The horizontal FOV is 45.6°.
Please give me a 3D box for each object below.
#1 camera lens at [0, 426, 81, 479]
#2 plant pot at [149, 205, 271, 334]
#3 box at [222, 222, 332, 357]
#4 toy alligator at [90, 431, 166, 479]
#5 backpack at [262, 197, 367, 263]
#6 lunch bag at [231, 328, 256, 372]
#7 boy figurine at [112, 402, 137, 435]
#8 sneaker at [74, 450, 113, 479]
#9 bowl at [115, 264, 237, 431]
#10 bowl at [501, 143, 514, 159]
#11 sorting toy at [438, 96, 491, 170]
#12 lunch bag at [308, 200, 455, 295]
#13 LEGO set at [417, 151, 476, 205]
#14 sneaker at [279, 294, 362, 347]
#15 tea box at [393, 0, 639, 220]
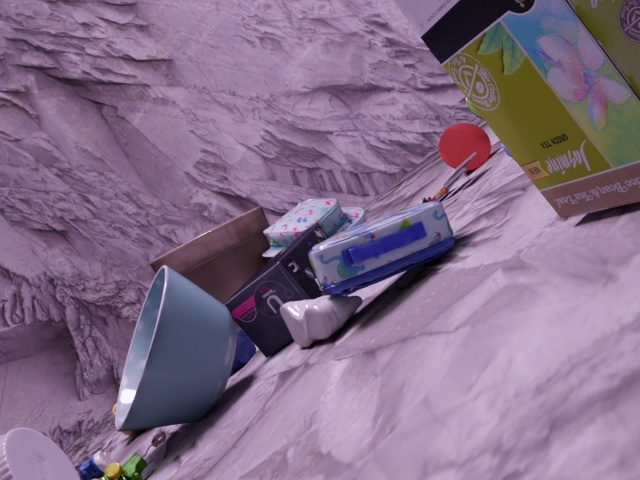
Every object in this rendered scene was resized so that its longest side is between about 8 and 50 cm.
[{"bbox_3d":[-0.597,0.499,1.369,0.274,0.219,0.219,-39,3,3],"label":"camera lens"},{"bbox_3d":[-0.238,0.106,1.980,0.323,0.280,0.323,-26,3,1],"label":"plant pot"},{"bbox_3d":[-0.056,0.096,1.571,0.165,0.143,0.270,-38,4,23],"label":"box"},{"bbox_3d":[-0.324,0.398,1.270,0.190,0.056,0.051,-39,45,-18],"label":"toy alligator"},{"bbox_3d":[0.000,0.000,1.886,0.253,0.191,0.225,-31,20,-37],"label":"backpack"},{"bbox_3d":[-0.194,0.248,1.688,0.065,0.067,0.098,-37,3,23],"label":"lunch bag"},{"bbox_3d":[-0.450,0.425,1.950,0.177,0.092,0.285,-44,9,-33],"label":"boy figurine"},{"bbox_3d":[-0.494,0.499,1.644,0.085,0.058,0.152,-34,-3,-17],"label":"sneaker"},{"bbox_3d":[-0.262,0.217,1.424,0.311,0.163,0.311,-162,90,-72],"label":"bowl"},{"bbox_3d":[0.439,-0.228,1.084,0.391,0.077,0.391,-39,4,3],"label":"bowl"},{"bbox_3d":[0.403,-0.307,1.859,0.365,0.127,0.126,-60,-14,-12],"label":"sorting toy"},{"bbox_3d":[0.091,0.012,1.175,0.219,0.090,0.176,-22,0,-5],"label":"lunch bag"},{"bbox_3d":[0.241,-0.071,1.637,0.244,0.060,0.182,-39,-9,-27],"label":"LEGO set"},{"bbox_3d":[0.004,0.124,1.266,0.094,0.080,0.212,-28,5,-24],"label":"sneaker"},{"bbox_3d":[0.299,-0.249,0.721,0.329,0.323,0.220,-39,4,-15],"label":"tea box"}]
